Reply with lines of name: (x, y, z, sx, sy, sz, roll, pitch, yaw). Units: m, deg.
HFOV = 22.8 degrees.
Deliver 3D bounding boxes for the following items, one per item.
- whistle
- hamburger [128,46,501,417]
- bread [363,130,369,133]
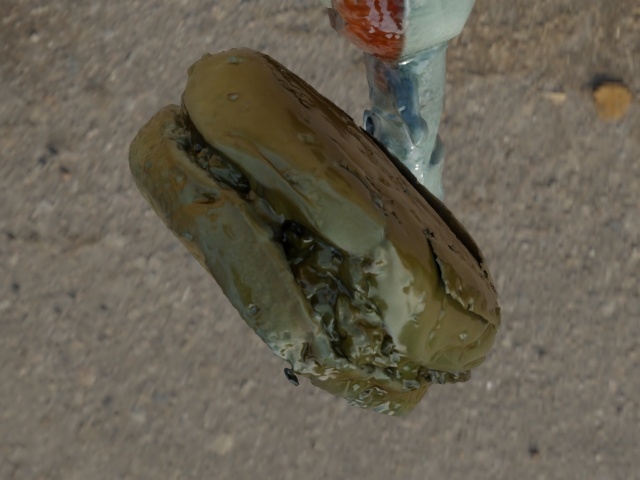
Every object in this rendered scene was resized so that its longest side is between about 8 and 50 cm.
whistle: (0.053, -0.155, 1.129, 0.134, 0.142, 0.346, -25, 139, -19)
hamburger: (-0.001, -0.001, 0.817, 0.214, 0.214, 0.108, 42, 100, -14)
bread: (0.003, -0.039, 1.122, 0.083, 0.044, 0.110, -22, 162, -18)
